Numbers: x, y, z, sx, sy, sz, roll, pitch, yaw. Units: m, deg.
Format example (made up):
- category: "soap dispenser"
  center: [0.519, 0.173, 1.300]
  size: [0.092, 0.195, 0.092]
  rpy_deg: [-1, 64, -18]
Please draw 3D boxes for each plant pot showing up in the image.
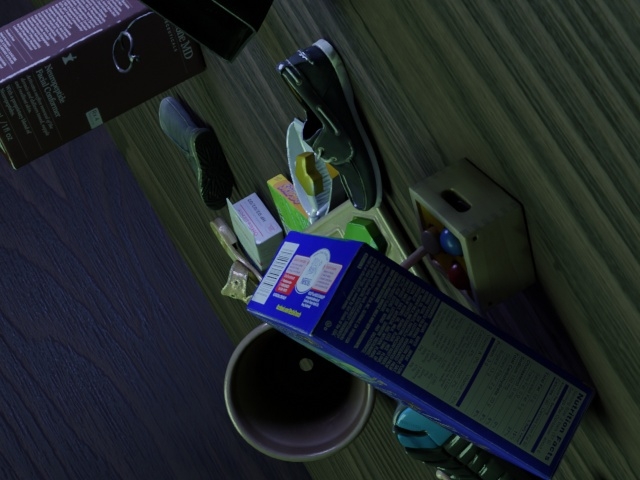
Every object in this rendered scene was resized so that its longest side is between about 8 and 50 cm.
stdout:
- category: "plant pot"
  center: [-0.030, 0.242, 2.375]
  size: [0.263, 0.263, 0.229]
  rpy_deg: [62, -173, -5]
- category: "plant pot"
  center: [-0.118, -0.331, 1.463]
  size: [0.187, 0.167, 0.188]
  rpy_deg: [34, 171, -9]

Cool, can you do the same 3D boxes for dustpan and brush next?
- category: "dustpan and brush"
  center: [-0.006, -0.056, 1.923]
  size: [0.147, 0.060, 0.211]
  rpy_deg: [41, 153, 54]

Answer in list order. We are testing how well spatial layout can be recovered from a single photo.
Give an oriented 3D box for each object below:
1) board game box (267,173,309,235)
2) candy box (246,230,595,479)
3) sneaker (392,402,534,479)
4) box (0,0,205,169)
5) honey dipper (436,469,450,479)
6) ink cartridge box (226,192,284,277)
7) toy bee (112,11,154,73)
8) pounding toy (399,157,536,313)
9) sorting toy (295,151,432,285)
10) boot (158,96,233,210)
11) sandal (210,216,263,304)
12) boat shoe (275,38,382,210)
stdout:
- category: "board game box"
  center: [0.000, 0.000, 2.109]
  size: [0.259, 0.039, 0.124]
  rpy_deg: [47, 162, 50]
- category: "candy box"
  center: [0.105, 0.119, 1.468]
  size: [0.317, 0.122, 0.268]
  rpy_deg: [33, 173, -17]
- category: "sneaker"
  center: [0.220, 0.285, 1.755]
  size: [0.341, 0.125, 0.139]
  rpy_deg: [55, -149, -28]
- category: "box"
  center: [-0.404, -0.301, 2.239]
  size: [0.143, 0.381, 0.191]
  rpy_deg: [48, 163, 37]
- category: "honey dipper"
  center: [0.224, 0.404, 2.147]
  size: [0.030, 0.030, 0.161]
  rpy_deg: [64, 171, -15]
- category: "ink cartridge box"
  center: [-0.116, -0.013, 2.472]
  size: [0.104, 0.061, 0.181]
  rpy_deg: [53, 166, 28]
- category: "toy bee"
  center: [-0.195, -0.392, 1.828]
  size: [0.195, 0.162, 0.298]
  rpy_deg: [63, 145, 27]
- category: "pounding toy"
  center: [0.143, 0.001, 1.402]
  size: [0.141, 0.100, 0.130]
  rpy_deg: [47, 161, 48]
- category: "sorting toy"
  center: [0.041, 0.011, 1.823]
  size: [0.307, 0.041, 0.229]
  rpy_deg: [60, 148, 2]
- category: "boot"
  center: [-0.255, -0.175, 2.640]
  size: [0.208, 0.076, 0.189]
  rpy_deg: [31, 134, 53]
- category: "sandal"
  center: [-0.161, 0.071, 2.510]
  size: [0.240, 0.079, 0.088]
  rpy_deg: [55, 168, 16]
- category: "boat shoe"
  center: [0.012, -0.134, 1.665]
  size: [0.084, 0.079, 0.233]
  rpy_deg: [29, 146, 58]
